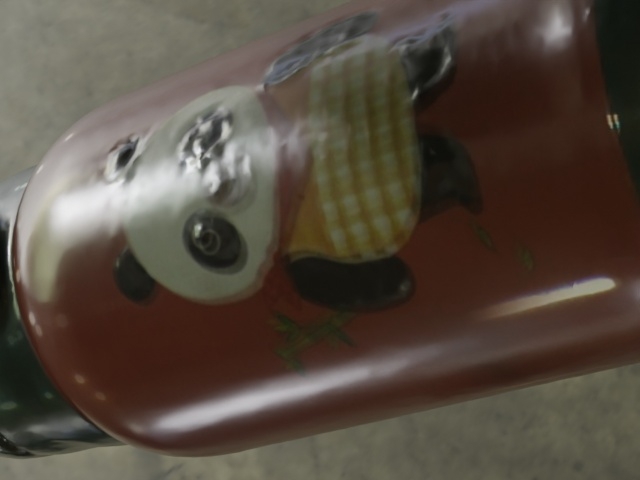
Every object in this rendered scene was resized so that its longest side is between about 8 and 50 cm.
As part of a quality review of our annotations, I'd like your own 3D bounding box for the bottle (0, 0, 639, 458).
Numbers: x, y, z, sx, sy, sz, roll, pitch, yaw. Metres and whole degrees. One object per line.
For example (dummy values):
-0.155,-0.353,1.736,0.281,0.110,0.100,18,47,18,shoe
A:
0.000,0.000,0.585,0.336,0.144,0.144,-19,102,32,bottle
